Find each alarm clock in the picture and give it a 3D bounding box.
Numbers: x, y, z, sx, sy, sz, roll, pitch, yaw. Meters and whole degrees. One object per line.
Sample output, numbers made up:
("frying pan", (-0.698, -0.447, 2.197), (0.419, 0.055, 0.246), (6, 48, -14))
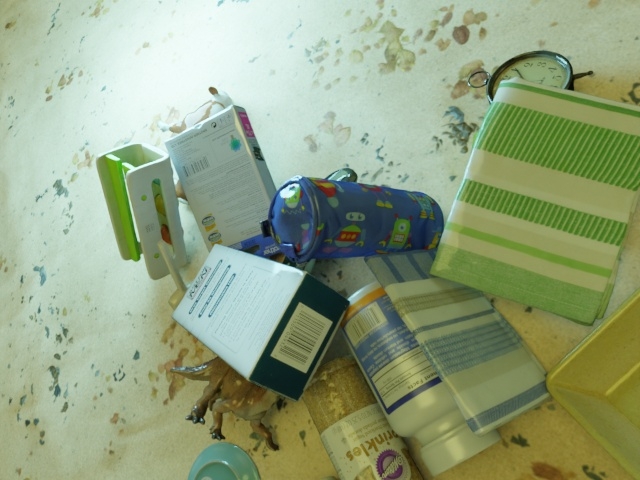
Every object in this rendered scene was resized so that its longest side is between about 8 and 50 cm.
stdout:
("alarm clock", (0.335, -0.255, 0.793), (0.192, 0.064, 0.129), (33, 83, 37))

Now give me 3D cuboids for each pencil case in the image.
("pencil case", (0.063, -0.025, 0.748), (0.119, 0.306, 0.133), (21, 106, 49))

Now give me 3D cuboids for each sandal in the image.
("sandal", (-0.001, 0.001, 0.902), (0.120, 0.086, 0.302), (-118, 49, -65))

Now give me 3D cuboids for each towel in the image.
("towel", (0.333, -0.064, 0.694), (0.248, 0.038, 0.324), (19, 90, 11))
("towel", (0.203, 0.128, 0.686), (0.285, 0.209, 0.034), (58, 132, 29))

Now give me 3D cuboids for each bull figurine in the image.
("bull figurine", (-0.302, -0.223, 1.127), (0.189, 0.101, 0.310), (-5, 72, 31))

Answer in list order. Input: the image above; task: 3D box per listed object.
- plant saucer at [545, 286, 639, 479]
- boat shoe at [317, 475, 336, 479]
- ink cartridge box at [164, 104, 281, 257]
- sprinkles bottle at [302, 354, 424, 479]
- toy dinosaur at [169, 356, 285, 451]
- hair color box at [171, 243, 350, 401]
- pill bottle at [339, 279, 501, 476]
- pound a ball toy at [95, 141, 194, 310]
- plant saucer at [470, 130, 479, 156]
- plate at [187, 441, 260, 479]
("plant saucer", (0.493, 0.173, 0.518), (0.333, 0.081, 0.332), (-48, 32, 9))
("boat shoe", (-0.085, 0.518, 0.775), (0.319, 0.116, 0.099), (-39, 56, 8))
("ink cartridge box", (-0.190, -0.102, 0.997), (0.186, 0.065, 0.310), (-20, 92, 21))
("sprinkles bottle", (0.089, 0.358, 0.720), (0.121, 0.121, 0.355), (-39, 60, 14))
("toy dinosaur", (-0.143, 0.259, 0.883), (0.296, 0.127, 0.200), (17, 84, 36))
("hair color box", (-0.121, 0.121, 0.811), (0.347, 0.105, 0.173), (12, 69, 55))
("pill bottle", (0.147, 0.199, 0.717), (0.152, 0.152, 0.272), (-38, 61, 15))
("pound a ball toy", (-0.341, -0.031, 1.023), (0.208, 0.136, 0.319), (25, 132, 31))
("plant saucer", (0.330, -0.105, 0.767), (0.189, 0.045, 0.188), (6, 78, 30))
("plate", (-0.193, 0.489, 0.898), (0.188, 0.024, 0.188), (-8, 73, 27))
